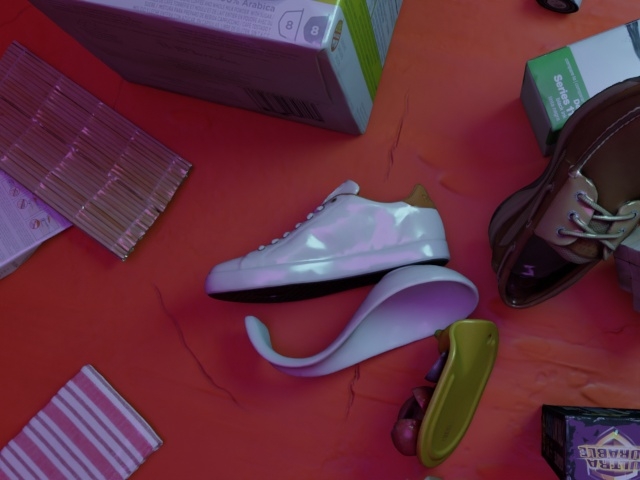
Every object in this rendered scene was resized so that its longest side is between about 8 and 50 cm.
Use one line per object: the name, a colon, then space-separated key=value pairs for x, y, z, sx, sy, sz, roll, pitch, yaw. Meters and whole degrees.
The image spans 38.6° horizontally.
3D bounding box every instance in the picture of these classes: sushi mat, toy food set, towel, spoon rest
sushi mat: x=-0.328 y=-0.120 z=1.190 sx=0.316 sy=0.019 sz=0.151 roll=35 pitch=81 yaw=11
toy food set: x=0.125 y=0.181 z=1.039 sx=0.071 sy=0.128 sz=0.218 roll=23 pitch=92 yaw=32
towel: x=-0.309 y=0.271 z=1.145 sx=0.144 sy=0.029 sz=0.197 roll=44 pitch=89 yaw=12
spoon rest: x=0.049 y=0.098 z=1.061 sx=0.276 sy=0.137 sz=0.084 roll=-17 pitch=58 yaw=16

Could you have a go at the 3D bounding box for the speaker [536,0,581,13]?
speaker: x=0.305 y=-0.347 z=1.099 sx=0.055 sy=0.055 sz=0.136 roll=18 pitch=87 yaw=11

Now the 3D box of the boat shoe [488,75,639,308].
boat shoe: x=0.276 y=-0.029 z=0.937 sx=0.122 sy=0.324 sz=0.120 roll=18 pitch=55 yaw=-7

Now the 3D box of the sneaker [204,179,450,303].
sneaker: x=0.000 y=0.000 z=1.093 sx=0.290 sy=0.106 sz=0.123 roll=-11 pitch=76 yaw=-2

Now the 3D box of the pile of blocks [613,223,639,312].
pile of blocks: x=0.447 y=-0.061 z=1.029 sx=0.362 sy=0.149 sz=0.112 roll=-48 pitch=35 yaw=-8

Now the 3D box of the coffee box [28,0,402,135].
coffee box: x=-0.083 y=-0.346 z=1.021 sx=0.337 sy=0.338 sz=0.334 roll=15 pitch=86 yaw=11

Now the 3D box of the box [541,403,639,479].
box: x=0.375 y=0.203 z=0.898 sx=0.293 sy=0.295 sz=0.073 roll=0 pitch=81 yaw=9

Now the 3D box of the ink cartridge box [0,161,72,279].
ink cartridge box: x=-0.423 y=-0.034 z=1.204 sx=0.179 sy=0.045 sz=0.145 roll=-31 pitch=78 yaw=-14

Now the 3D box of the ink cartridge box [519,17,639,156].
ink cartridge box: x=0.339 y=-0.179 z=1.023 sx=0.208 sy=0.153 sz=0.087 roll=-20 pitch=80 yaw=8
